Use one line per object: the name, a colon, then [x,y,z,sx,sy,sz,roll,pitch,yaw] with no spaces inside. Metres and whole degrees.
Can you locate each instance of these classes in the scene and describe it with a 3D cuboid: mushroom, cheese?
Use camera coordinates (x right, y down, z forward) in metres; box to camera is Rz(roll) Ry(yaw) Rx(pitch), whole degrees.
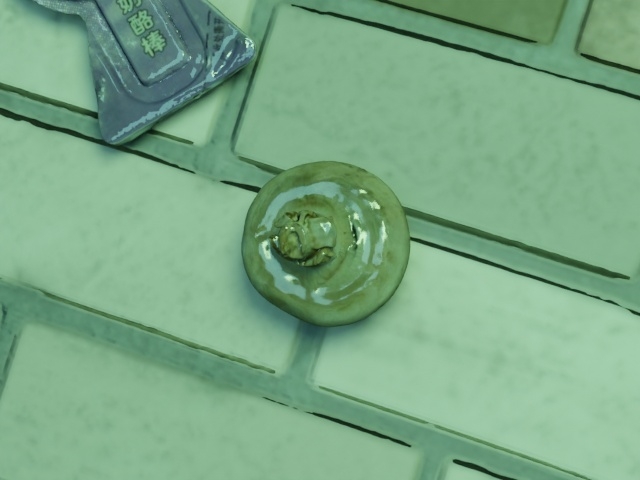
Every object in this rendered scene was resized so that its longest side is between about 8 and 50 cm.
mushroom: [0.000,0.000,0.780,0.085,0.079,0.085,-2,82,11]
cheese: [-0.114,-0.152,0.835,0.105,0.042,0.191,-33,82,9]
